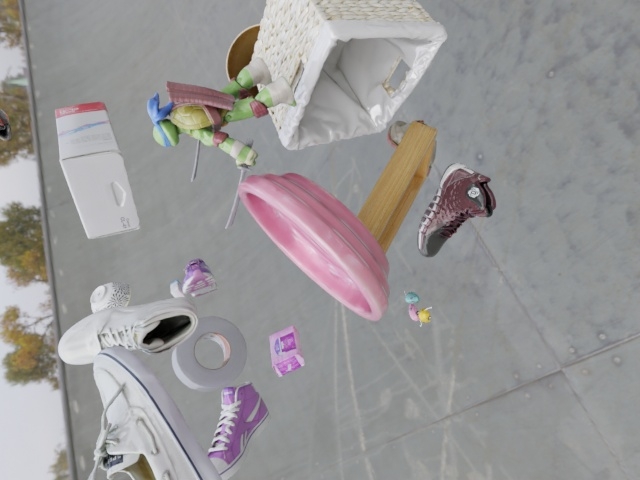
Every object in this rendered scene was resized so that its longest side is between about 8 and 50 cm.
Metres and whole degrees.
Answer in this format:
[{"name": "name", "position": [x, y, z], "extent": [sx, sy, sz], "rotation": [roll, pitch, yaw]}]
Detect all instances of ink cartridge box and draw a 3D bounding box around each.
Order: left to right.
[{"name": "ink cartridge box", "position": [-0.564, -0.186, 1.108], "extent": [0.306, 0.131, 0.226], "rotation": [-127, 30, -45]}, {"name": "ink cartridge box", "position": [-0.440, 0.161, 1.358], "extent": [0.048, 0.028, 0.083], "rotation": [57, 174, -25]}]

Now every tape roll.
[{"name": "tape roll", "position": [-0.343, 0.350, 1.355], "extent": [0.072, 0.219, 0.219], "rotation": [-44, 60, 50]}]

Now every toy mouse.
[{"name": "toy mouse", "position": [0.308, 0.221, 1.448], "extent": [0.143, 0.031, 0.161], "rotation": [52, 163, 40]}]

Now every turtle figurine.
[{"name": "turtle figurine", "position": [-0.183, -0.223, 0.889], "extent": [0.275, 0.266, 0.198], "rotation": [58, 169, -25]}]

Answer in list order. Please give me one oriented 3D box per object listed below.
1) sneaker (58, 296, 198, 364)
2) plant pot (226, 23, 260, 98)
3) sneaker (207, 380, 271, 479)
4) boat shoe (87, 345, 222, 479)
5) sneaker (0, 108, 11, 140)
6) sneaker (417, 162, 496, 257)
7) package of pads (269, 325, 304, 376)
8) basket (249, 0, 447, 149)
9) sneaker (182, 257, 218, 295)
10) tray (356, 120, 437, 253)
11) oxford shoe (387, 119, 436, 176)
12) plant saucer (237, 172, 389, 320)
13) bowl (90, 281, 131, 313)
[{"name": "sneaker", "position": [-0.401, 0.192, 0.912], "extent": [0.169, 0.292, 0.108], "rotation": [-179, 72, -70]}, {"name": "plant pot", "position": [-0.157, -0.562, 1.485], "extent": [0.254, 0.237, 0.237], "rotation": [-12, -89, -75]}, {"name": "sneaker", "position": [-0.240, 0.472, 1.120], "extent": [0.102, 0.282, 0.161], "rotation": [-16, 101, 21]}, {"name": "boat shoe", "position": [-0.326, 0.354, 0.749], "extent": [0.367, 0.156, 0.136], "rotation": [50, 129, 15]}, {"name": "sneaker", "position": [-0.684, -0.261, 0.906], "extent": [0.065, 0.061, 0.158], "rotation": [56, 166, 7]}, {"name": "sneaker", "position": [0.378, -0.061, 1.197], "extent": [0.162, 0.106, 0.281], "rotation": [32, 111, 44]}, {"name": "package of pads", "position": [-0.056, 0.182, 0.729], "extent": [0.032, 0.050, 0.083], "rotation": [63, -178, -27]}, {"name": "basket", "position": [0.039, -0.433, 1.029], "extent": [0.266, 0.331, 0.328], "rotation": [60, 147, 18]}, {"name": "sneaker", "position": [-0.365, 0.100, 1.294], "extent": [0.236, 0.095, 0.105], "rotation": [127, 125, -74]}, {"name": "tray", "position": [0.160, -0.073, 1.075], "extent": [0.076, 0.411, 0.203], "rotation": [26, 158, 16]}, {"name": "oxford shoe", "position": [0.307, -0.331, 1.410], "extent": [0.348, 0.123, 0.130], "rotation": [-101, 28, -55]}, {"name": "plant saucer", "position": [0.000, 0.000, 0.769], "extent": [0.332, 0.084, 0.332], "rotation": [41, 168, 10]}, {"name": "bowl", "position": [-0.799, 0.218, 1.631], "extent": [0.080, 0.170, 0.170], "rotation": [45, -176, -46]}]
